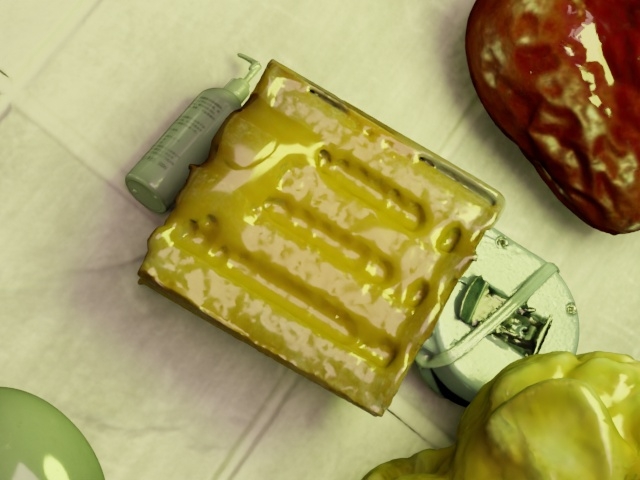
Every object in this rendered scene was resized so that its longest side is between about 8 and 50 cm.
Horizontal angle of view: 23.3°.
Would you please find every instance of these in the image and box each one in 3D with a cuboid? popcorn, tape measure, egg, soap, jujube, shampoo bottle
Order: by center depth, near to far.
[{"bbox_3d":[-0.273,0.223,1.400,0.149,0.149,0.192,-32,92,-25],"label":"egg"},{"bbox_3d":[0.000,0.000,1.522,0.281,0.143,0.259,31,79,4],"label":"soap"},{"bbox_3d":[0.234,0.258,1.536,0.334,0.293,0.292,-46,72,12],"label":"popcorn"},{"bbox_3d":[-0.119,-0.115,1.585,0.056,0.056,0.195,43,68,-9],"label":"shampoo bottle"},{"bbox_3d":[0.183,0.088,1.641,0.181,0.107,0.182,24,70,-9],"label":"tape measure"},{"bbox_3d":[0.292,-0.165,1.693,0.223,0.223,0.318,-34,100,-25],"label":"jujube"}]
